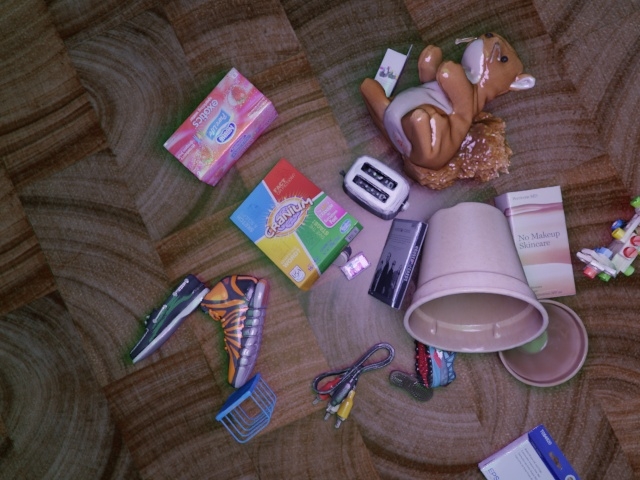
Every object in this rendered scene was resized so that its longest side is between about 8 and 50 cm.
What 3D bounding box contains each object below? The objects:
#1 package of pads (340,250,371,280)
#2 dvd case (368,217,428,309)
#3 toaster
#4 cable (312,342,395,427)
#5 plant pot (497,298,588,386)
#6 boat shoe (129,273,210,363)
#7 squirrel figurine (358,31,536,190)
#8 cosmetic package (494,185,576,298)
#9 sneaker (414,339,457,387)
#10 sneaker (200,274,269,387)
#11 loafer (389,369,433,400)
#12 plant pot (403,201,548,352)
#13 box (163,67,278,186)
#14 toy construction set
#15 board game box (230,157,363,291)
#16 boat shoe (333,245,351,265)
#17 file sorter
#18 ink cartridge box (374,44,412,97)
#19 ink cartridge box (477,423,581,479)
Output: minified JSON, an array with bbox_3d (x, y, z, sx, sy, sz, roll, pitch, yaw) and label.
[{"bbox_3d":[0.104,0.075,1.429,0.083,0.032,0.050,-36,86,2],"label":"package of pads"},{"bbox_3d":[0.211,0.057,1.351,0.029,0.179,0.239,19,90,-16],"label":"dvd case"},{"bbox_3d":[0.151,-0.156,1.374,0.227,0.146,0.129,36,91,4],"label":"toaster"},{"bbox_3d":[0.090,0.398,1.427,0.139,0.072,0.287,40,79,21],"label":"cable"},{"bbox_3d":[0.602,0.277,1.353,0.237,0.110,0.237,0,88,5],"label":"plant pot"},{"bbox_3d":[-0.457,0.229,1.430,0.091,0.114,0.302,44,80,3],"label":"boat shoe"},{"bbox_3d":[0.371,-0.339,1.292,0.370,0.281,0.397,-35,126,-4],"label":"squirrel figurine"},{"bbox_3d":[0.593,0.008,1.349,0.153,0.129,0.296,-9,88,4],"label":"cosmetic package"},{"bbox_3d":[0.338,0.285,1.392,0.125,0.104,0.262,7,81,-24],"label":"sneaker"},{"bbox_3d":[-0.265,0.256,1.418,0.180,0.124,0.321,9,79,8],"label":"sneaker"},{"bbox_3d":[0.263,0.413,1.405,0.148,0.050,0.056,34,95,-12],"label":"loafer"},{"bbox_3d":[0.384,0.082,1.254,0.333,0.334,0.305,4,54,4],"label":"plant pot"},{"bbox_3d":[-0.282,-0.321,1.408,0.154,0.142,0.300,44,92,3],"label":"box"},{"bbox_3d":[0.832,0.002,1.290,0.327,0.215,0.151,-39,86,2],"label":"toy construction set"},{"bbox_3d":[-0.074,-0.050,1.375,0.316,0.064,0.242,42,92,25],"label":"board game box"},{"bbox_3d":[0.000,0.000,1.434,0.206,0.065,0.075,32,135,11],"label":"boat shoe"},{"bbox_3d":[-0.202,0.474,1.375,0.118,0.170,0.104,-39,90,2],"label":"file sorter"},{"bbox_3d":[0.197,-0.475,1.398,0.061,0.104,0.181,24,90,4],"label":"ink cartridge box"},{"bbox_3d":[0.605,0.677,1.376,0.224,0.045,0.223,-35,87,2],"label":"ink cartridge box"}]
